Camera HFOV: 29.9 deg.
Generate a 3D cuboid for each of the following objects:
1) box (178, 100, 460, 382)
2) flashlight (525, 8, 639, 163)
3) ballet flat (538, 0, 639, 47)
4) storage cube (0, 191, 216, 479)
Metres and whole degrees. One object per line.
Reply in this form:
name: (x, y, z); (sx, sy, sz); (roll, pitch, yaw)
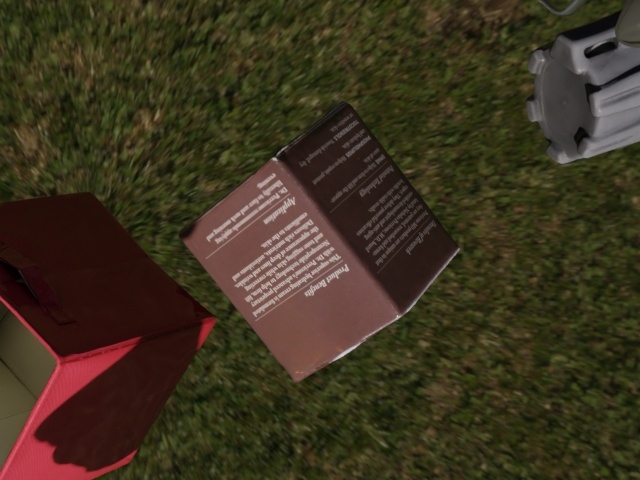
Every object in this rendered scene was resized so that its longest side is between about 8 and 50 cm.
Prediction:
box: (0.000, 0.000, 1.252); (0.203, 0.168, 0.167); (52, 37, -4)
flashlight: (0.284, -0.133, 0.852); (0.304, 0.103, 0.103); (-23, 86, -22)
ballet flat: (0.163, -0.141, 0.643); (0.213, 0.072, 0.068); (35, 111, 21)
storage cube: (-0.244, 0.092, 1.016); (0.183, 0.193, 0.215); (42, 117, 21)
